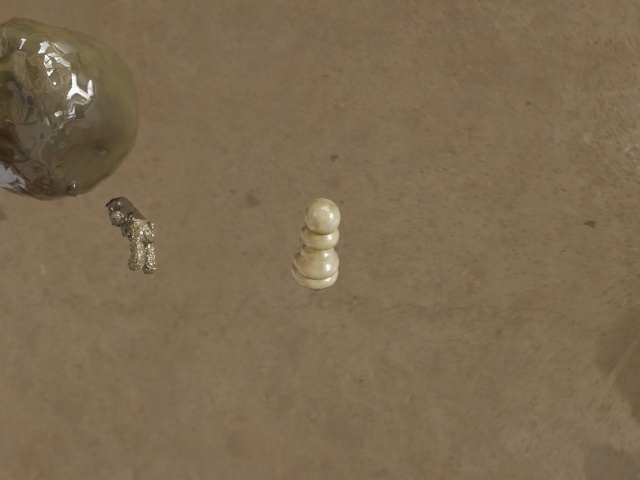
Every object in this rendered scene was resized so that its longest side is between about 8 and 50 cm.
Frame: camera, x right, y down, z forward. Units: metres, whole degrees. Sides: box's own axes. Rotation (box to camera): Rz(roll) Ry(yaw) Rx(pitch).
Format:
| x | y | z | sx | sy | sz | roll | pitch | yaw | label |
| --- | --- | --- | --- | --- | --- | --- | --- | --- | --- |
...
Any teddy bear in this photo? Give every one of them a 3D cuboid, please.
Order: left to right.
| x | y | z | sx | sy | sz | roll | pitch | yaw | label |
| --- | --- | --- | --- | --- | --- | --- | --- | --- | --- |
| -0.353 | -0.020 | 1.535 | 0.078 | 0.119 | 0.160 | -32 | 75 | 10 | teddy bear |

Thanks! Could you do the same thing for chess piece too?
| x | y | z | sx | sy | sz | roll | pitch | yaw | label |
| --- | --- | --- | --- | --- | --- | --- | --- | --- | --- |
| 0.000 | 0.000 | 1.486 | 0.094 | 0.094 | 0.171 | 31 | 133 | 22 | chess piece |

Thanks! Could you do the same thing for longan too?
| x | y | z | sx | sy | sz | roll | pitch | yaw | label |
| --- | --- | --- | --- | --- | --- | --- | --- | --- | --- |
| -0.612 | -0.286 | 1.816 | 0.403 | 0.436 | 0.404 | 1 | 98 | 5 | longan |
